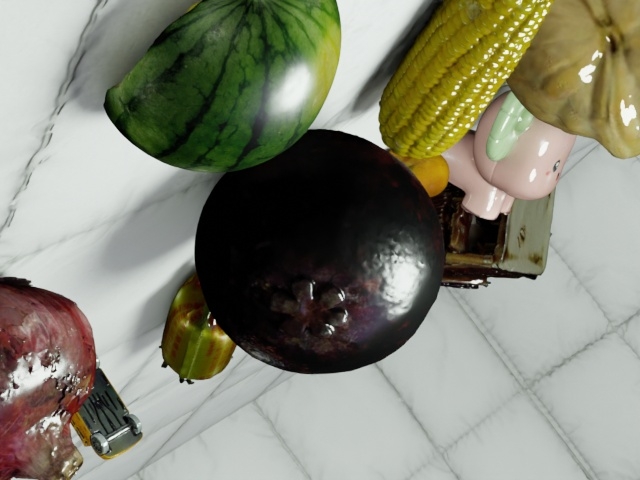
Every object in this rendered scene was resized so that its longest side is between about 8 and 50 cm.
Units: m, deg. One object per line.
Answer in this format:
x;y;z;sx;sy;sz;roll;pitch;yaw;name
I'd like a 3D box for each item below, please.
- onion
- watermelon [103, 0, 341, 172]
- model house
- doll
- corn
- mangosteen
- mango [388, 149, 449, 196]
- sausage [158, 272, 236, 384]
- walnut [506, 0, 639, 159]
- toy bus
-0.321;0.162;1.075;0.252;0.219;0.252;-44;169;-10;onion
-0.066;-0.126;0.898;0.204;0.127;0.232;-32;175;-40;watermelon
0.267;-0.052;2.087;0.283;0.317;0.297;-1;158;30;model house
0.309;-0.176;1.809;0.284;0.216;0.268;-24;143;-60;doll
0.166;-0.212;1.274;0.120;0.120;0.363;-30;168;-32;corn
-0.001;-0.004;1.287;0.297;0.313;0.297;1;146;1;mangosteen
0.132;-0.108;1.735;0.159;0.084;0.105;7;156;-45;mango
-0.174;0.118;1.633;0.125;0.117;0.317;-48;173;-24;sausage
0.386;-0.247;1.412;0.297;0.285;0.285;-11;179;21;walnut
-0.319;0.230;1.521;0.070;0.162;0.074;-28;169;-39;toy bus
